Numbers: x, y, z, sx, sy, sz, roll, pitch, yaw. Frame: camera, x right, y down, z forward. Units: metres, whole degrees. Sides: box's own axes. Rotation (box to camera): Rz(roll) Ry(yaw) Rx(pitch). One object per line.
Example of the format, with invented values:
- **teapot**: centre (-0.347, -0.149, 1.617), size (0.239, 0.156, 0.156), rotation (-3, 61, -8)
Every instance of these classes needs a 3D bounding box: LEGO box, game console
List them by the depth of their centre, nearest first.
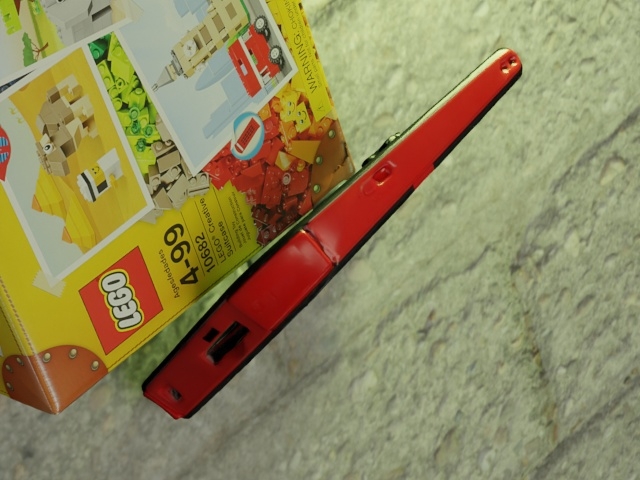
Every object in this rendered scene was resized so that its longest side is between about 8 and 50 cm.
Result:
- **LEGO box**: centre (-0.220, -0.181, 1.501), size (0.372, 0.193, 0.500), rotation (-40, 126, -30)
- **game console**: centre (0.000, 0.000, 1.685), size (0.060, 0.386, 0.342), rotation (44, 61, -1)
